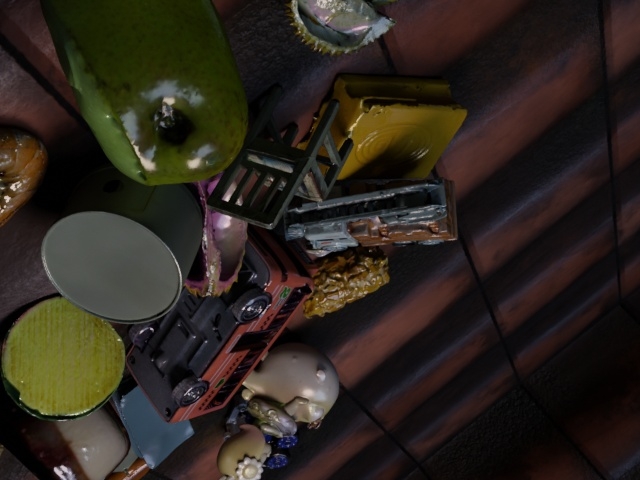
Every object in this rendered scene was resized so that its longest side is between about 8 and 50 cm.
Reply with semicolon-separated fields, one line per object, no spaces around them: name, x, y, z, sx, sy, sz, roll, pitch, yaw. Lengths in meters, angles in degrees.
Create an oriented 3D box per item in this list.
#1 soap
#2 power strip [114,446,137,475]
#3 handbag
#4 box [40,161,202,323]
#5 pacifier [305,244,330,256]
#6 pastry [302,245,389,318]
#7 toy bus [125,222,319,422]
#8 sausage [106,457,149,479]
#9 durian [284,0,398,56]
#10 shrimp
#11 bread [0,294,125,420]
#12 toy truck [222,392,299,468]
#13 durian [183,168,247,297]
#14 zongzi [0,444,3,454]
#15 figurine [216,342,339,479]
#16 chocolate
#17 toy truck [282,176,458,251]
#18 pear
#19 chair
soap;0.126;-0.218;1.871;0.325;0.096;0.204;-6;136;-43
power strip;-0.444;0.454;2.172;0.145;0.061;0.215;12;122;-53
handbag;-0.367;0.381;2.101;0.144;0.057;0.221;-33;126;-26
box;-0.314;0.002;1.529;0.226;0.149;0.226;5;128;6
pacifier;0.000;0.000;2.077;0.083;0.068;0.064;-24;116;-56
pastry;0.058;0.083;2.186;0.250;0.102;0.154;-26;146;-17
toy bus;-0.197;0.159;1.920;0.233;0.203;0.427;1;132;-53
sausage;-0.452;0.556;2.305;0.183;0.054;0.062;-34;-179;-13
durian;0.015;-0.405;1.468;0.193;0.137;0.237;-35;151;2
shrimp;-0.535;-0.073;1.385;0.290;0.054;0.222;-5;136;-55
bread;-0.465;0.214;1.722;0.229;0.228;0.033;-20;-179;-29
toy truck;-0.159;0.483;2.453;0.177;0.161;0.213;2;134;-22
durian;-0.203;-0.033;1.687;0.187;0.154;0.260;-12;117;-43
zongzi;-0.795;0.514;1.830;0.289;0.154;0.317;22;94;-52
figurine;-0.138;0.407;2.264;0.394;0.275;0.227;-56;-169;-21
chocolate;-0.495;0.355;1.827;0.186;0.284;0.283;-48;152;-16
toy truck;0.089;-0.057;1.871;0.339;0.132;0.184;-4;172;15
pear;-0.216;-0.220;1.300;0.239;0.318;0.342;-29;150;-9
chair;-0.064;-0.117;1.653;0.270;0.136;0.147;-64;157;-22
